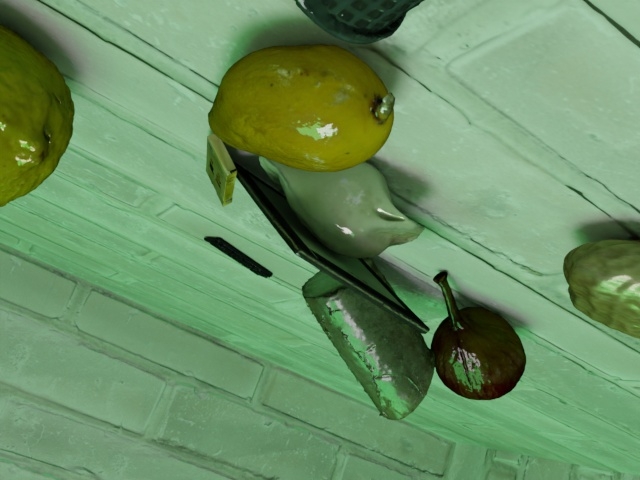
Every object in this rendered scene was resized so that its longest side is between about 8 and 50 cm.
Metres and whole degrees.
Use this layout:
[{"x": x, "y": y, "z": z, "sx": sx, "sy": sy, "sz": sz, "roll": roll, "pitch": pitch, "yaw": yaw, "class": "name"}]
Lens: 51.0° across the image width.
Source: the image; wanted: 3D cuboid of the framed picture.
[{"x": 0.000, "y": 0.000, "z": 1.021, "sx": 0.265, "sy": 0.016, "sz": 0.347, "roll": 34, "pitch": -172, "yaw": -34, "class": "framed picture"}]

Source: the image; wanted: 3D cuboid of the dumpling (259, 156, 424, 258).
[{"x": 0.022, "y": -0.047, "z": 0.970, "sx": 0.252, "sy": 0.131, "sz": 0.179, "roll": 23, "pitch": 168, "yaw": 3, "class": "dumpling"}]

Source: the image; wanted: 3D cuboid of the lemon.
[{"x": -0.493, "y": -0.179, "z": 0.919, "sx": 0.321, "sy": 0.268, "sz": 0.268, "roll": 17, "pitch": 161, "yaw": 24, "class": "lemon"}]

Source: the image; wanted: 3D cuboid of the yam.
[{"x": 0.102, "y": 0.183, "z": 1.302, "sx": 0.304, "sy": 0.168, "sz": 0.168, "roll": 56, "pitch": 151, "yaw": -12, "class": "yam"}]

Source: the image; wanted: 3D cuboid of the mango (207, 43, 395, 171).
[{"x": -0.034, "y": -0.145, "z": 0.770, "sx": 0.176, "sy": 0.119, "sz": 0.317, "roll": 23, "pitch": 168, "yaw": -33, "class": "mango"}]

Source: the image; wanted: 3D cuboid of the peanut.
[{"x": 0.428, "y": 0.069, "z": 0.899, "sx": 0.196, "sy": 0.110, "sz": 0.233, "roll": 11, "pitch": 157, "yaw": 25, "class": "peanut"}]

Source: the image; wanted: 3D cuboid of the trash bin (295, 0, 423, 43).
[{"x": 0.061, "y": -0.231, "z": 0.398, "sx": 0.161, "sy": 0.175, "sz": 0.175, "roll": -14, "pitch": 142, "yaw": 41, "class": "trash bin"}]

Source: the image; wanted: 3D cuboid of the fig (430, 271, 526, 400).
[{"x": 0.272, "y": 0.184, "z": 1.320, "sx": 0.290, "sy": 0.191, "sz": 0.190, "roll": 44, "pitch": 155, "yaw": -14, "class": "fig"}]

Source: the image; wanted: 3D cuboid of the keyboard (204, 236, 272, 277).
[{"x": -0.194, "y": 0.042, "z": 1.597, "sx": 0.060, "sy": 0.018, "sz": 0.195, "roll": 5, "pitch": 156, "yaw": 44, "class": "keyboard"}]

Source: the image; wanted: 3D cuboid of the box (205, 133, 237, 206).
[{"x": -0.160, "y": -0.110, "z": 1.073, "sx": 0.073, "sy": 0.020, "sz": 0.149, "roll": 63, "pitch": 163, "yaw": 10, "class": "box"}]
